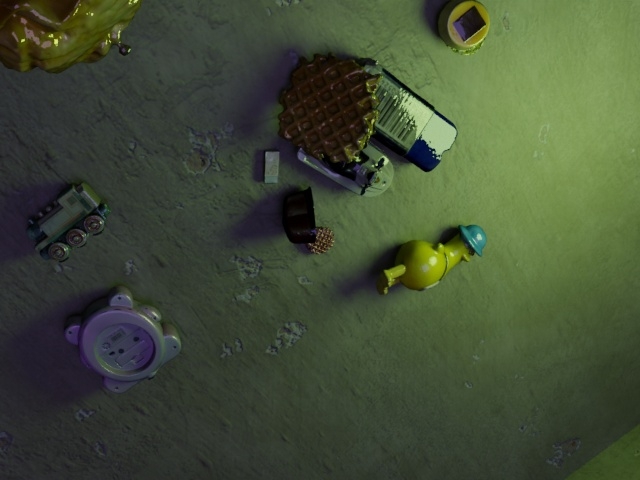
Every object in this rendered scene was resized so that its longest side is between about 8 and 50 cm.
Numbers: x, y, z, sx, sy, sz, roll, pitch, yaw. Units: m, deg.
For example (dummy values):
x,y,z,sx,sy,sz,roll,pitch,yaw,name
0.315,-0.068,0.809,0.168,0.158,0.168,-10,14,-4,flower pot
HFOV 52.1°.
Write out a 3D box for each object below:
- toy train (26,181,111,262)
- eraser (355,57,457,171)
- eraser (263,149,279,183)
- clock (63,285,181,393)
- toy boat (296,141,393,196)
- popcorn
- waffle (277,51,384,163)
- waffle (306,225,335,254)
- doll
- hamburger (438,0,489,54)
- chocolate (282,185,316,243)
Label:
x,y,z,sx,sy,sz,roll,pitch,yaw,name
-0.581,-0.040,1.499,0.194,0.081,0.125,-37,111,2,toy train
0.190,-0.313,1.646,0.332,0.101,0.155,28,101,-31,eraser
-0.123,-0.184,1.633,0.038,0.019,0.083,-4,116,-21,eraser
-0.502,0.249,1.657,0.228,0.090,0.248,-35,120,-3,clock
0.077,-0.198,1.642,0.269,0.141,0.140,31,101,-15,toy boat
-0.515,-0.490,1.201,0.349,0.349,0.381,-40,96,1,popcorn
0.019,-0.310,1.526,0.052,0.254,0.245,-5,116,-69,waffle
0.000,0.000,1.763,0.083,0.029,0.075,-27,121,-10,waffle
0.320,0.054,1.863,0.363,0.145,0.199,-21,160,-20,doll
0.356,-0.529,1.617,0.141,0.081,0.126,33,97,-18,hamburger
-0.060,-0.059,1.678,0.080,0.125,0.148,-5,79,-9,chocolate
